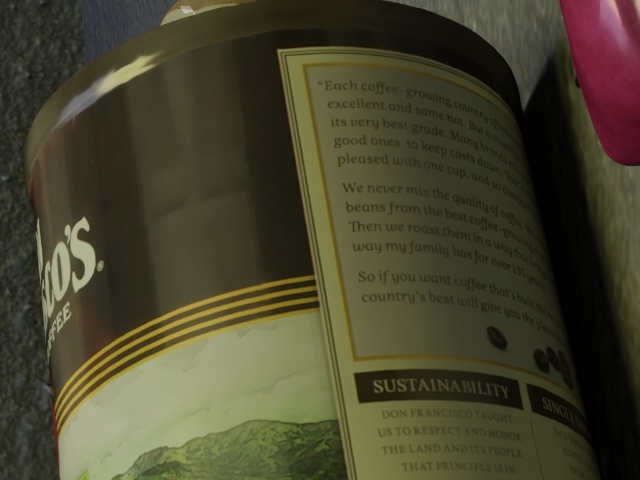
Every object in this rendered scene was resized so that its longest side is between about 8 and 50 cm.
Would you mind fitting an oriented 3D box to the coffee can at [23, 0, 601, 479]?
[{"bbox_3d":[0.002,0.079,0.739,0.201,0.201,0.275,106,158,-59],"label":"coffee can"}]

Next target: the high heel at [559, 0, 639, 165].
[{"bbox_3d":[0.082,-0.146,0.583,0.244,0.082,0.117,70,155,15],"label":"high heel"}]

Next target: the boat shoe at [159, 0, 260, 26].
[{"bbox_3d":[-0.086,-0.066,1.410,0.285,0.102,0.092,117,153,-58],"label":"boat shoe"}]
